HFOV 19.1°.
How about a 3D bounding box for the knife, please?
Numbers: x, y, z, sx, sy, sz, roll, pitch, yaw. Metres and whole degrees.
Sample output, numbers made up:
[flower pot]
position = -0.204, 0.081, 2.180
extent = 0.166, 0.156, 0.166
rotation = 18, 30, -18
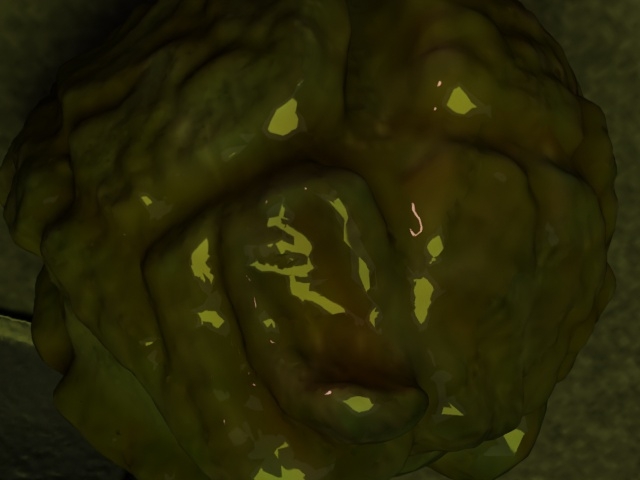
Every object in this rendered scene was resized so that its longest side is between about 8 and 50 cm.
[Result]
[knife]
position = -0.094, 0.064, 0.684
extent = 0.245, 0.019, 0.072
rotation = 16, 117, -15

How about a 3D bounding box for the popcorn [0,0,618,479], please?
[popcorn]
position = 0.001, 0.001, 0.579
extent = 0.185, 0.167, 0.187
rotation = -8, 162, -31
